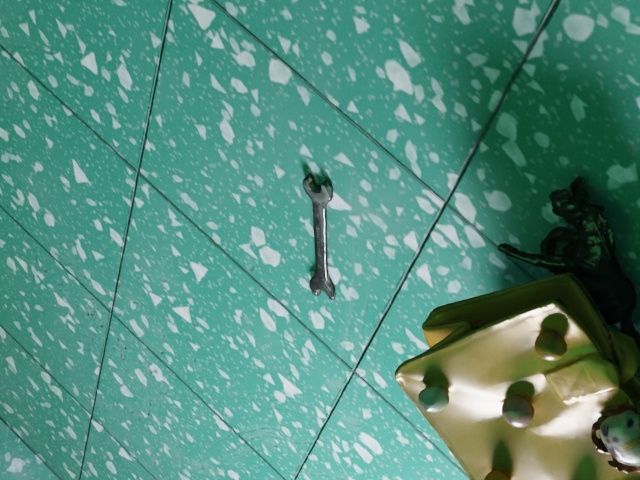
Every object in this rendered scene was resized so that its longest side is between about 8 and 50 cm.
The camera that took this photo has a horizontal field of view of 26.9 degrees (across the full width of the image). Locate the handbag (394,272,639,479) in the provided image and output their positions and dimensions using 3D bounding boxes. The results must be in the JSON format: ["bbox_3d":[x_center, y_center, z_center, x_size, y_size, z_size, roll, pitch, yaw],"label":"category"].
[{"bbox_3d":[0.295,0.242,1.617,0.283,0.133,0.401,-25,105,39],"label":"handbag"}]

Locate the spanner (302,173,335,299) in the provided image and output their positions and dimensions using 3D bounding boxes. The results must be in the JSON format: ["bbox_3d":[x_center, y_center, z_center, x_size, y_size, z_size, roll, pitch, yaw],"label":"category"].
[{"bbox_3d":[0.000,0.000,1.988,0.054,0.015,0.254,29,143,27],"label":"spanner"}]

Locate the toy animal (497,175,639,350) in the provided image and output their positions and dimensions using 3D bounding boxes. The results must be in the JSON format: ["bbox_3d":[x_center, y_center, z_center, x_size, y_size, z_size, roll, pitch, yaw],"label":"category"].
[{"bbox_3d":[0.309,0.042,1.582,0.148,0.084,0.232,-6,115,52],"label":"toy animal"}]
